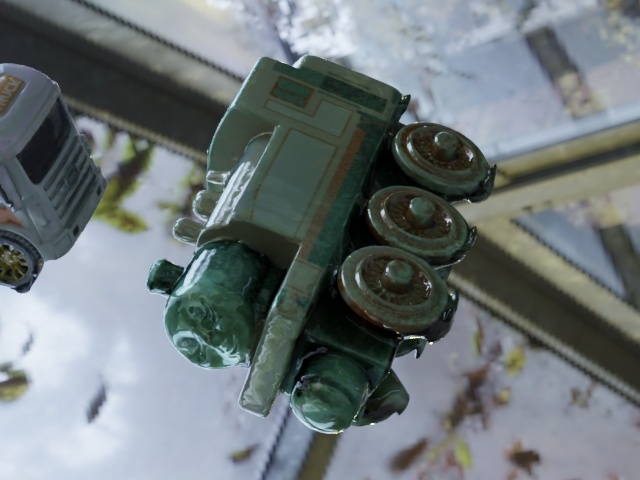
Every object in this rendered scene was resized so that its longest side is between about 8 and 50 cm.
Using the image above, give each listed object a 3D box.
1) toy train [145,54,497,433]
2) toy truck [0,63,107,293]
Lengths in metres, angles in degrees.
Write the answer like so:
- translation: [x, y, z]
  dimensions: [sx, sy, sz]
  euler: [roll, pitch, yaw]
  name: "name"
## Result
- translation: [0.000, 0.000, 0.709]
  dimensions: [0.125, 0.081, 0.194]
  euler: [22, -142, 3]
  name: "toy train"
- translation: [-0.243, -0.037, 0.934]
  dimensions: [0.098, 0.226, 0.114]
  euler: [-70, -29, -51]
  name: "toy truck"
